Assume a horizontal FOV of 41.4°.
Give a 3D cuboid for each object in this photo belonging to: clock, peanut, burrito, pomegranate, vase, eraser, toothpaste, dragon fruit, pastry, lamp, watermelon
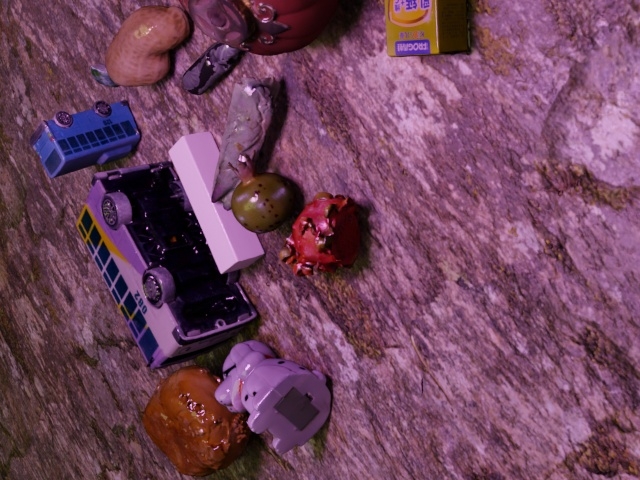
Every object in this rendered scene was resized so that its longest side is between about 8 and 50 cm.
[{"bbox_3d":[-0.120,0.296,1.757,0.254,0.189,0.188,28,122,47],"label":"clock"},{"bbox_3d":[-0.376,-0.424,1.841,0.137,0.122,0.253,33,136,-13],"label":"peanut"},{"bbox_3d":[-0.149,-0.187,1.672,0.066,0.096,0.309,-108,31,-47],"label":"burrito"},{"bbox_3d":[-0.125,-0.091,1.650,0.159,0.129,0.129,51,136,2],"label":"pomegranate"},{"bbox_3d":[-0.208,-0.366,1.713,0.211,0.060,0.060,-31,79,48],"label":"vase"},{"bbox_3d":[-0.223,-0.082,1.808,0.078,0.076,0.298,-37,74,48],"label":"eraser"},{"bbox_3d":[0.155,-0.441,1.273,0.110,0.077,0.327,10,109,46],"label":"toothpaste"},{"bbox_3d":[0.000,0.000,1.542,0.208,0.133,0.150,-44,73,42],"label":"dragon fruit"},{"bbox_3d":[-0.279,0.410,1.960,0.311,0.162,0.255,-29,90,53],"label":"pastry"},{"bbox_3d":[-0.109,-0.452,1.420,0.303,0.257,0.303,23,154,12],"label":"lamp"},{"bbox_3d":[-0.507,-0.409,2.056,0.085,0.085,0.061,-31,49,48],"label":"watermelon"}]

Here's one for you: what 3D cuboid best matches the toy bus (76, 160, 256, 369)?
[{"bbox_3d":[-0.355,0.066,1.899,0.440,0.209,0.249,57,136,18],"label":"toy bus"}]

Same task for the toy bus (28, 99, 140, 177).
[{"bbox_3d":[-0.549,-0.241,2.009,0.116,0.234,0.133,-36,83,48],"label":"toy bus"}]
